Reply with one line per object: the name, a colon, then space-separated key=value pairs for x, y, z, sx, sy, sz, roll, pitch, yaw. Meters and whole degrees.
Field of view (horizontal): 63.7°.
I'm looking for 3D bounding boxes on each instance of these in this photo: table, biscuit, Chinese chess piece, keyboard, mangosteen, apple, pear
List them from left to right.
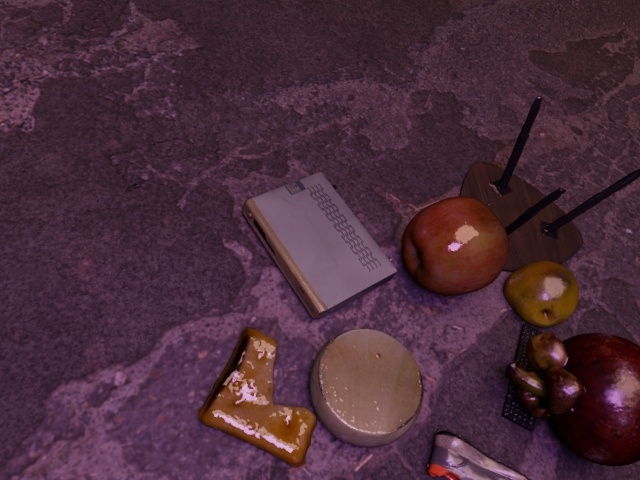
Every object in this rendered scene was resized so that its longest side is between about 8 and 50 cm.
biscuit: x=-0.079 y=0.246 z=0.816 sx=0.183 sy=0.039 sz=0.174 roll=29 pitch=52 yaw=2
Chinese chess piece: x=0.074 y=0.239 z=0.843 sx=0.188 sy=0.083 sz=0.188 roll=6 pitch=55 yaw=-9
apple: x=0.251 y=0.012 z=0.979 sx=0.174 sy=0.188 sz=0.188 roll=-15 pitch=63 yaw=-18
keyboard: x=0.390 y=0.252 z=0.969 sx=0.061 sy=0.013 sz=0.204 roll=28 pitch=54 yaw=3
pear: x=0.453 y=0.099 z=1.038 sx=0.141 sy=0.104 sz=0.141 roll=10 pitch=51 yaw=-12
table: x=0.494 y=-0.109 z=1.094 sx=0.317 sy=0.249 sz=0.317 roll=8 pitch=56 yaw=-12
mangosteen: x=0.442 y=0.249 z=0.868 sx=0.257 sy=0.215 sz=0.215 roll=21 pitch=54 yaw=5

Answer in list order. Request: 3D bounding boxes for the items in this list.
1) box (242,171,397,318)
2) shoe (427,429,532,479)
box: x=0.000 y=0.000 z=0.998 sx=0.211 sy=0.045 sz=0.270 roll=-26 pitch=68 yaw=-30
shoe: x=0.257 y=0.382 z=0.813 sx=0.194 sy=0.074 sz=0.077 roll=32 pitch=66 yaw=8
